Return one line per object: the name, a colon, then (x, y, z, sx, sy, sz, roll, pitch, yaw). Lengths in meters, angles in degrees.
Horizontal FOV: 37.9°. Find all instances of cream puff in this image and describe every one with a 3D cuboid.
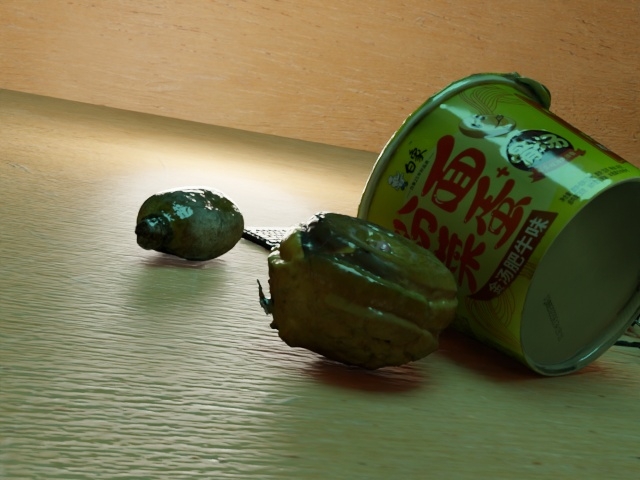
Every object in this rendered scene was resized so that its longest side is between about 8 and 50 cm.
cream puff: (0.032, 0.054, 0.884, 0.189, 0.129, 0.189, 20, 12, -4)

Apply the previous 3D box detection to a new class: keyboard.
keyboard: (0.000, -0.001, 1.420, 0.262, 0.016, 0.106, 1, 15, -43)

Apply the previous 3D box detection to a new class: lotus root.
lotus root: (-0.170, -0.021, 1.172, 0.113, 0.088, 0.192, 22, 14, 20)

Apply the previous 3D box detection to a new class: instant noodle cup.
instant noodle cup: (0.224, -0.009, 1.024, 0.311, 0.311, 0.221, 2, 24, -41)

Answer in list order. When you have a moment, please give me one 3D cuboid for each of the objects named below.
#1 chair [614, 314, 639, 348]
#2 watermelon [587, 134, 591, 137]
chair: (0.382, 0.052, 1.237, 0.145, 0.140, 0.221, 8, 6, 6)
watermelon: (0.416, -0.018, 1.501, 0.151, 0.302, 0.264, -26, -5, 26)
